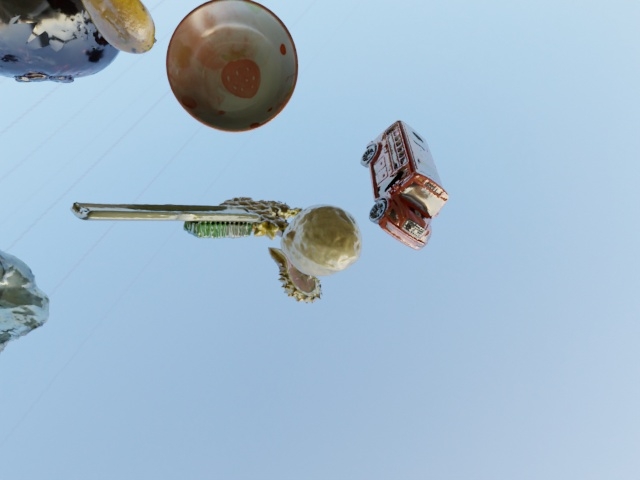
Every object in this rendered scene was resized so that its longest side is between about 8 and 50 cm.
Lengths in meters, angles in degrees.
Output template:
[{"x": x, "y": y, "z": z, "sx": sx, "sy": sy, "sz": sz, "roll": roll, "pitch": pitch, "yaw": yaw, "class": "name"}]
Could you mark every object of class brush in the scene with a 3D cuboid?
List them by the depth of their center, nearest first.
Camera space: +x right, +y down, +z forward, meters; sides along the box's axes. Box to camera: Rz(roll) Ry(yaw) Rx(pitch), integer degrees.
[{"x": -0.204, "y": -0.029, "z": 0.608, "sx": 0.054, "sy": 0.282, "sz": 0.048, "roll": 20, "pitch": -77, "yaw": 34, "class": "brush"}]

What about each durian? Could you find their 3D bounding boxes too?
[{"x": -0.093, "y": 0.111, "z": 1.273, "sx": 0.224, "sy": 0.078, "sz": 0.140, "roll": 47, "pitch": -147, "yaw": -4, "class": "durian"}]

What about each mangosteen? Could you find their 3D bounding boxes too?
[{"x": -0.470, "y": -0.404, "z": 0.671, "sx": 0.297, "sy": 0.293, "sz": 0.297, "roll": 14, "pitch": -150, "yaw": -8, "class": "mangosteen"}]

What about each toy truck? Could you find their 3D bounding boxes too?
[{"x": 0.154, "y": -0.107, "z": 0.766, "sx": 0.108, "sy": 0.114, "sz": 0.252, "roll": 29, "pitch": -143, "yaw": -27, "class": "toy truck"}]

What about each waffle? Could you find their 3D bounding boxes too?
[{"x": -0.190, "y": -0.084, "z": 1.300, "sx": 0.260, "sy": 0.068, "sz": 0.293, "roll": 11, "pitch": -163, "yaw": 0, "class": "waffle"}]

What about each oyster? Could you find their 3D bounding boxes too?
[{"x": -0.396, "y": 0.080, "z": 0.475, "sx": 0.087, "sy": 0.199, "sz": 0.252, "roll": -18, "pitch": -137, "yaw": -3, "class": "oyster"}]

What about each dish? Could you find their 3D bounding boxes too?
[{"x": -0.173, "y": -0.347, "z": 0.861, "sx": 0.261, "sy": 0.085, "sz": 0.260, "roll": 0, "pitch": -85, "yaw": -1, "class": "dish"}]

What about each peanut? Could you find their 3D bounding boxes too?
[{"x": 0.000, "y": 0.000, "z": 0.804, "sx": 0.159, "sy": 0.109, "sz": 0.140, "roll": -12, "pitch": -131, "yaw": 18, "class": "peanut"}]

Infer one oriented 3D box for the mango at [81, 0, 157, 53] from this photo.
[{"x": -0.273, "y": -0.305, "z": 0.562, "sx": 0.079, "sy": 0.114, "sz": 0.057, "roll": -11, "pitch": -132, "yaw": 29, "class": "mango"}]
